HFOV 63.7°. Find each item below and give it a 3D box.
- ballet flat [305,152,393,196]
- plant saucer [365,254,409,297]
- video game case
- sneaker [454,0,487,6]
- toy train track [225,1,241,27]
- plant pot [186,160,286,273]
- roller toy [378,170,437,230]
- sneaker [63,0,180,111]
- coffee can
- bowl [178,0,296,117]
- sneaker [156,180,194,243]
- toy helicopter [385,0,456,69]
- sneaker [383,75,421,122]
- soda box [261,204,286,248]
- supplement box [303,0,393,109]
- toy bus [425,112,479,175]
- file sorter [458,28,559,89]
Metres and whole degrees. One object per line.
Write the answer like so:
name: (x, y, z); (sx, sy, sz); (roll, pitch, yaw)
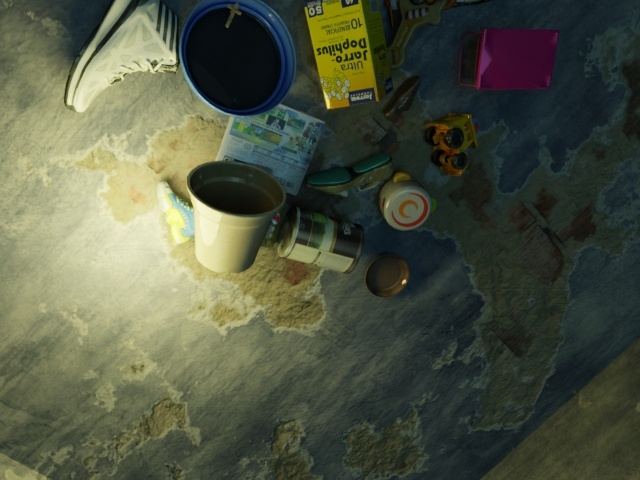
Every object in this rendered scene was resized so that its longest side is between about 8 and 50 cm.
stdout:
ballet flat: (0.119, -0.230, 1.964); (0.349, 0.123, 0.123); (-19, 113, -7)
plant saucer: (0.278, 0.145, 2.177); (0.199, 0.036, 0.198); (-5, 111, -13)
video game case: (-0.184, -0.353, 1.878); (0.329, 0.036, 0.299); (18, 104, -19)
sneaker: (0.550, -0.907, 1.829); (0.279, 0.107, 0.118); (-11, 107, -11)
toy train track: (-0.280, -0.709, 1.619); (0.048, 0.014, 0.083); (25, 90, -35)
plant pot: (-0.315, -0.064, 1.805); (0.334, 0.333, 0.305); (6, 127, -16)
roller toy: (0.326, -0.150, 2.021); (0.209, 0.146, 0.191); (38, 107, -24)
sneaker: (-0.599, -0.555, 1.625); (0.258, 0.169, 0.447); (31, 97, -20)
coffee can: (0.000, 0.000, 1.962); (0.276, 0.201, 0.201); (15, 105, -19)
bowl: (-0.271, -0.598, 1.686); (0.392, 0.077, 0.390); (-3, 97, -28)
sneaker: (-0.506, -0.114, 1.868); (0.126, 0.091, 0.240); (-22, 114, -26)
toy helicopter: (0.299, -0.770, 1.779); (0.235, 0.140, 0.354); (29, 102, 19)
sneaker: (0.316, -0.530, 1.936); (0.188, 0.066, 0.071); (-48, 130, 11)
soda box: (-0.190, -0.062, 1.969); (0.061, 0.058, 0.181); (13, 106, -19)
supplement box: (0.101, -0.645, 1.718); (0.194, 0.195, 0.356); (-3, 115, 26)
toy bus: (0.539, -0.391, 2.004); (0.212, 0.149, 0.220); (-32, 117, -19)
file sorter: (0.682, -0.671, 1.903); (0.291, 0.182, 0.202); (-4, 111, -12)
